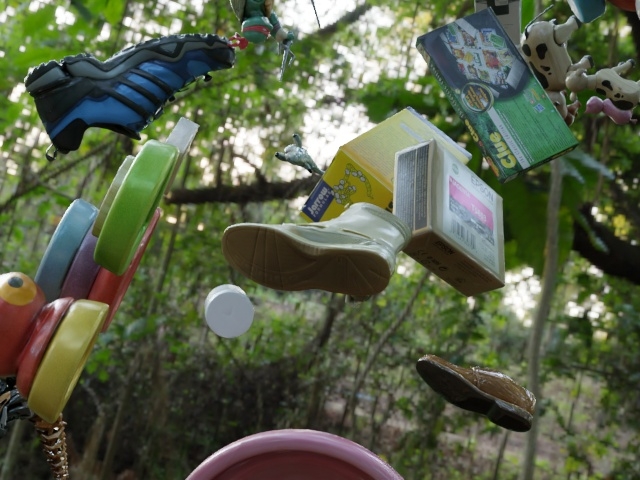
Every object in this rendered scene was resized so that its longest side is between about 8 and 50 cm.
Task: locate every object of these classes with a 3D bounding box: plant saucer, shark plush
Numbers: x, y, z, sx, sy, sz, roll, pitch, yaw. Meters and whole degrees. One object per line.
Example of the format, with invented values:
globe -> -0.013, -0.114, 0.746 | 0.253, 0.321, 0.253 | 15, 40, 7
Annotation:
plant saucer -> -0.025, 0.378, 1.043 | 0.332, 0.332, 0.084 | 13, 6, 5
shark plush -> -0.044, -0.178, 2.099 | 0.067, 0.073, 0.161 | 55, 5, 35

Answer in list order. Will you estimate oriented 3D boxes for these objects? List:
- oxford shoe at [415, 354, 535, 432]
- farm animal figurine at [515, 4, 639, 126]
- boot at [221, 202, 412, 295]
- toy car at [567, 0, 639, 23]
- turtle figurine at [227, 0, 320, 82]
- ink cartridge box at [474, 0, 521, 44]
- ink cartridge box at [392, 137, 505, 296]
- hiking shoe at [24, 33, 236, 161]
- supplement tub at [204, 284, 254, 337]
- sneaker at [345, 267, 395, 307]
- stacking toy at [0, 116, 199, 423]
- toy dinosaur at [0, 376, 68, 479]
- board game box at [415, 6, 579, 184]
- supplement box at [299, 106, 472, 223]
oxford shoe -> 0.258, 0.239, 1.484 | 0.212, 0.076, 0.076 | 28, -36, -1
farm animal figurine -> 0.555, -0.364, 2.025 | 0.327, 0.172, 0.330 | 57, -23, -4
boot -> 0.000, 0.000, 1.372 | 0.261, 0.095, 0.203 | 7, 21, 15
toy car -> 0.512, -0.370, 1.327 | 0.219, 0.238, 0.210 | -29, -21, 11
turtle figurine -> -0.069, -0.352, 1.243 | 0.118, 0.234, 0.175 | 5, -15, -17
ink cartridge box -> 0.335, -0.493, 1.677 | 0.086, 0.153, 0.208 | 2, -32, 13
ink cartridge box -> 0.228, -0.037, 1.568 | 0.088, 0.193, 0.234 | -20, -38, 37
hiking shoe -> -0.258, -0.211, 1.275 | 0.304, 0.132, 0.113 | -18, 10, -20
supplement tub -> -0.135, 0.103, 1.316 | 0.071, 0.071, 0.107 | 15, 1, -7
sneaker -> 0.108, 0.104, 2.048 | 0.064, 0.086, 0.192 | 36, -25, -1
stacking toy -> -0.247, -0.007, 0.899 | 0.130, 0.280, 0.309 | 24, 17, -8
toy dinosaur -> -0.489, 0.241, 1.373 | 0.322, 0.218, 0.164 | 53, -23, 2
board game box -> 0.263, -0.222, 1.346 | 0.136, 0.260, 0.030 | -24, -15, -16
supplement box -> 0.149, -0.123, 1.951 | 0.195, 0.194, 0.356 | 40, 36, 10
